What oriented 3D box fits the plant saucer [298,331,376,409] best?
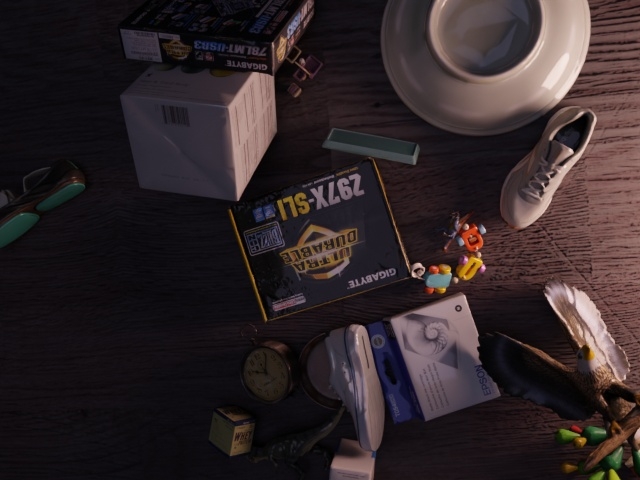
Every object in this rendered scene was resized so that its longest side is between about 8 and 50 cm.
[{"bbox_3d":[0.036,0.274,1.340,0.169,0.029,0.168,1,94,12],"label":"plant saucer"}]

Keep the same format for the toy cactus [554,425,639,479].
[{"bbox_3d":[0.572,0.407,1.205,0.219,0.112,0.180,29,80,40],"label":"toy cactus"}]

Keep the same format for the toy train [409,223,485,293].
[{"bbox_3d":[0.258,0.033,1.253,0.166,0.046,0.125,-33,122,9],"label":"toy train"}]

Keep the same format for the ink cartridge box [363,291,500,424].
[{"bbox_3d":[0.220,0.244,1.280,0.224,0.045,0.223,-20,90,4],"label":"ink cartridge box"}]

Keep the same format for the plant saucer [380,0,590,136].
[{"bbox_3d":[0.311,-0.404,1.202,0.401,0.100,0.400,1,94,10],"label":"plant saucer"}]

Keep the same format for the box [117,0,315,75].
[{"bbox_3d":[-0.185,-0.422,1.208,0.294,0.295,0.073,10,132,9],"label":"box"}]

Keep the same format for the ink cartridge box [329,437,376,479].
[{"bbox_3d":[0.060,0.535,1.294,0.086,0.148,0.203,6,96,9],"label":"ink cartridge box"}]

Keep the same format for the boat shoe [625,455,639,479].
[{"bbox_3d":[0.658,0.410,1.219,0.137,0.049,0.043,-47,73,16],"label":"boat shoe"}]

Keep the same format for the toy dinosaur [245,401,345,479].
[{"bbox_3d":[-0.040,0.452,1.347,0.268,0.064,0.118,-28,93,14],"label":"toy dinosaur"}]

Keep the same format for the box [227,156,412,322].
[{"bbox_3d":[0.000,0.000,1.303,0.322,0.079,0.257,-18,89,12],"label":"box"}]

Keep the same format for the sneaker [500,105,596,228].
[{"bbox_3d":[0.424,-0.141,1.188,0.099,0.121,0.262,29,99,8],"label":"sneaker"}]

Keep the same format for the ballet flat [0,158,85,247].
[{"bbox_3d":[-0.657,-0.088,1.422,0.281,0.095,0.096,-33,78,1],"label":"ballet flat"}]

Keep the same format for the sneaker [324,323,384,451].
[{"bbox_3d":[0.067,0.299,1.287,0.091,0.094,0.258,-10,88,29],"label":"sneaker"}]

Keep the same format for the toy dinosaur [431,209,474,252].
[{"bbox_3d":[0.269,-0.016,1.270,0.090,0.047,0.082,-3,114,-1],"label":"toy dinosaur"}]

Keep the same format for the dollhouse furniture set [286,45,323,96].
[{"bbox_3d":[-0.071,-0.366,1.286,0.114,0.081,0.091,40,100,6],"label":"dollhouse furniture set"}]

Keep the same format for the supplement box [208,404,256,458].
[{"bbox_3d":[-0.191,0.411,1.362,0.083,0.056,0.083,17,99,44],"label":"supplement box"}]

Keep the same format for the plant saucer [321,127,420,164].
[{"bbox_3d":[0.103,-0.194,1.275,0.192,0.067,0.018,12,130,10],"label":"plant saucer"}]

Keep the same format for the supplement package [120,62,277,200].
[{"bbox_3d":[-0.215,-0.238,1.200,0.200,0.262,0.198,8,130,10],"label":"supplement package"}]

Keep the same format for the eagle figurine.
[{"bbox_3d":[0.475,0.236,1.165,0.227,0.298,0.225,-7,123,-28],"label":"eagle figurine"}]

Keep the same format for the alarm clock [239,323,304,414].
[{"bbox_3d":[-0.115,0.262,1.344,0.129,0.064,0.192,-34,82,26],"label":"alarm clock"}]
